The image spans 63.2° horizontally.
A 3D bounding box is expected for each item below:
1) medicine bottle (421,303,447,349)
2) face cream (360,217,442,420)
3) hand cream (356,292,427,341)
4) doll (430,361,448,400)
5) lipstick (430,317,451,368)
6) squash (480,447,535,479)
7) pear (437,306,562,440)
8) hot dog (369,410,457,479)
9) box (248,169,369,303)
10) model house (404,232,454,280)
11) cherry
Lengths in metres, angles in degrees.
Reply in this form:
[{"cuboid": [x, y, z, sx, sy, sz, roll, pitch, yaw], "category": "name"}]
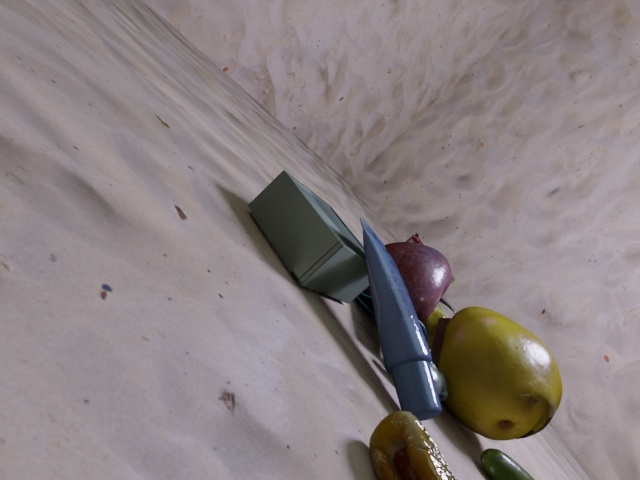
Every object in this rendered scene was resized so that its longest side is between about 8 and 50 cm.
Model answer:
[{"cuboid": [0.311, 0.233, 1.550, 0.124, 0.124, 0.239, 46, 11, -8], "category": "medicine bottle"}, {"cuboid": [0.143, 0.143, 0.993, 0.135, 0.086, 0.386, 42, 31, -54], "category": "face cream"}, {"cuboid": [0.151, 0.172, 1.187, 0.120, 0.061, 0.270, 43, -6, -17], "category": "hand cream"}, {"cuboid": [0.207, 0.280, 1.083, 0.214, 0.071, 0.104, 40, 21, -42], "category": "doll"}, {"cuboid": [0.325, 0.280, 1.382, 0.045, 0.146, 0.045, -10, -40, 47], "category": "lipstick"}, {"cuboid": [0.427, 0.525, 1.076, 0.252, 0.066, 0.066, 47, 10, -4], "category": "squash"}, {"cuboid": [0.408, 0.292, 1.217, 0.285, 0.284, 0.337, 38, 42, -42], "category": "pear"}, {"cuboid": [0.136, 0.319, 0.621, 0.243, 0.084, 0.073, 56, 12, 32], "category": "hot dog"}, {"cuboid": [-0.009, 0.001, 1.108, 0.225, 0.117, 0.225, 53, 11, 30], "category": "box"}, {"cuboid": [0.383, 0.131, 1.997, 0.254, 0.196, 0.160, 51, 9, 14], "category": "model house"}, {"cuboid": [0.243, 0.111, 1.400, 0.285, 0.213, 0.236, 31, 12, 26], "category": "cherry"}]
